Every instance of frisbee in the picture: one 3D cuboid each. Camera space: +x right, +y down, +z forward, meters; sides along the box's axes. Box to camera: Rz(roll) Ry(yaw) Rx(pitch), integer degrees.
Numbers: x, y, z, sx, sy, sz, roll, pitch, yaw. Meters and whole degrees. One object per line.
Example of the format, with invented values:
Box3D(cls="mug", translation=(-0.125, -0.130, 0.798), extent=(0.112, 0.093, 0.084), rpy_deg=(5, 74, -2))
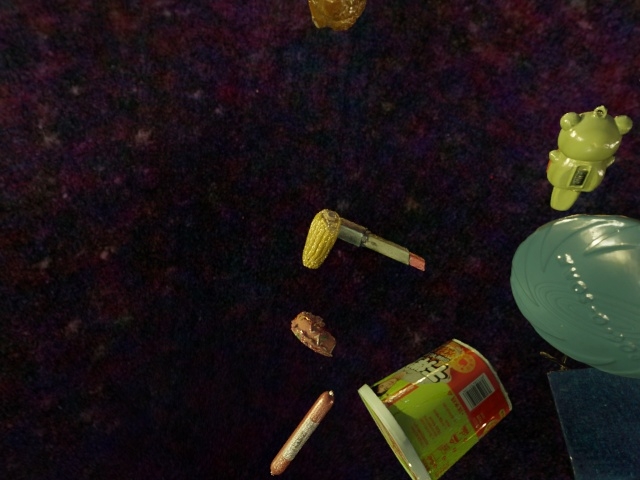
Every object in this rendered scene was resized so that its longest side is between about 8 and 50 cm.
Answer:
Box3D(cls="frisbee", translation=(0.418, 0.096, 0.637), extent=(0.289, 0.290, 0.049), rpy_deg=(43, 55, 18))

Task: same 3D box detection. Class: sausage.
Box3D(cls="sausage", translation=(-0.036, 0.368, 0.817), extent=(0.029, 0.223, 0.029), rpy_deg=(31, 14, -9))

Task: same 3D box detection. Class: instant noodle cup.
Box3D(cls="instant noodle cup", translation=(0.304, 0.434, 1.130), extent=(0.307, 0.294, 0.294), rpy_deg=(-31, 64, -9))

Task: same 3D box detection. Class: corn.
Box3D(cls="corn", translation=(0.000, 0.000, 1.020), extent=(0.067, 0.206, 0.068), rpy_deg=(8, 53, -11))

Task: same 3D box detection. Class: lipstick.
Box3D(cls="lipstick", translation=(0.185, 0.012, 1.342), extent=(0.311, 0.051, 0.051), rpy_deg=(23, 29, 16))

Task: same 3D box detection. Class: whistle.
Box3D(cls="whistle", translation=(0.583, -0.177, 0.972), extent=(0.131, 0.289, 0.106), rpy_deg=(9, 53, 16))

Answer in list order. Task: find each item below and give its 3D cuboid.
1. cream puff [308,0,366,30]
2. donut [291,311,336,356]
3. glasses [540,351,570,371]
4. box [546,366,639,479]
Box3D(cls="cream puff", translation=(0.026, -0.415, 0.692), extent=(0.103, 0.144, 0.126), rpy_deg=(-6, 32, 12))
Box3D(cls="donut", translation=(-0.027, 0.249, 1.202), extent=(0.117, 0.065, 0.166), rpy_deg=(33, 1, -32))
Box3D(cls="glasses", translation=(0.733, 0.359, 1.201), extent=(0.206, 0.102, 0.239), rpy_deg=(-30, 75, 11))
Box3D(cls="box", translation=(0.700, 0.424, 0.975), extent=(0.278, 0.116, 0.262), rpy_deg=(-15, 50, 23))
